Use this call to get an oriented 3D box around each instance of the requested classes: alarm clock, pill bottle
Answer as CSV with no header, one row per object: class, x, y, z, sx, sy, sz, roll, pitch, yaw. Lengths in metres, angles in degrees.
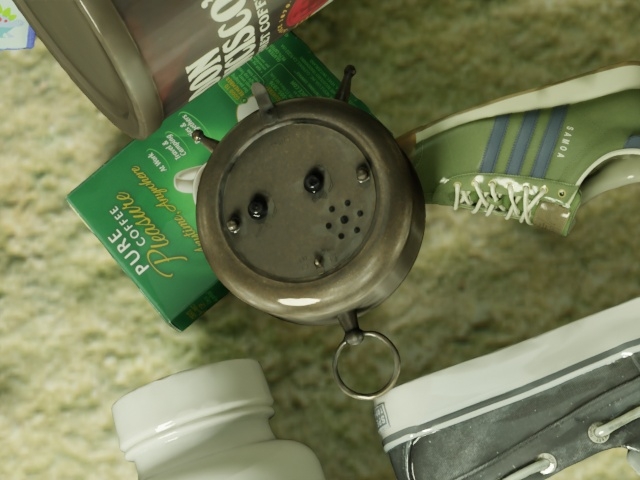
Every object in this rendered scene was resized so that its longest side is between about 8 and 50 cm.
alarm clock,0.000,0.000,0.698,0.129,0.064,0.192,-23,78,8
pill bottle,-0.045,0.185,0.674,0.124,0.124,0.221,-20,74,1

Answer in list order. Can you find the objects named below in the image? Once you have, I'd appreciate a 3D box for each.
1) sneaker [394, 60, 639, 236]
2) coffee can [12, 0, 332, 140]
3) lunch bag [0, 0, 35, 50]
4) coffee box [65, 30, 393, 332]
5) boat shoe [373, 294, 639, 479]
sneaker,0.127,-0.041,0.740,0.192,0.064,0.086,-19,71,-1
coffee can,-0.055,-0.219,0.715,0.275,0.201,0.201,-37,75,-12
lunch bag,-0.251,-0.197,0.784,0.129,0.096,0.151,-7,102,-27
coffee box,-0.058,-0.042,0.774,0.184,0.040,0.113,-42,75,-5
boat shoe,0.183,0.088,0.683,0.301,0.108,0.102,-20,75,4
